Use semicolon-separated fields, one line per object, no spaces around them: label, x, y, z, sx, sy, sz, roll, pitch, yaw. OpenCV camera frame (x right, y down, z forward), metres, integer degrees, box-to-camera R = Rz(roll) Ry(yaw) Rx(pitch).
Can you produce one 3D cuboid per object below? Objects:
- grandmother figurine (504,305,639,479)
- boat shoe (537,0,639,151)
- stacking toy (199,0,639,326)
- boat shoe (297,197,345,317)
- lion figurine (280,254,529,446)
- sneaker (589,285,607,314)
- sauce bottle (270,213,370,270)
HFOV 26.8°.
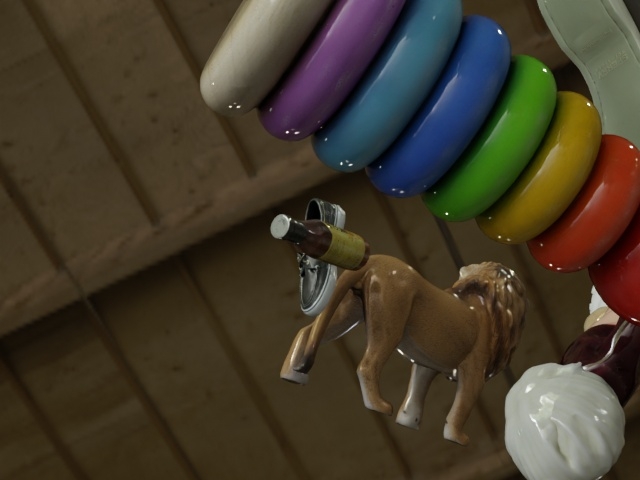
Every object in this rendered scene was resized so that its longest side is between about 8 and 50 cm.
grandmother figurine;0.230;0.104;1.074;0.104;0.342;0.207;26;-65;15
boat shoe;0.239;-0.114;0.986;0.069;0.081;0.227;-22;-93;-38
stacking toy;0.102;-0.054;0.764;0.330;0.141;0.141;32;-72;-10
boat shoe;-0.007;0.018;1.496;0.040;0.142;0.049;28;-35;-28
lion figurine;0.118;0.101;1.623;0.392;0.142;0.240;28;-102;-51
sneaker;0.393;0.027;1.490;0.235;0.095;0.090;-51;-58;-9
sauce bottle;0.000;0.000;1.407;0.042;0.042;0.128;-50;-38;16
